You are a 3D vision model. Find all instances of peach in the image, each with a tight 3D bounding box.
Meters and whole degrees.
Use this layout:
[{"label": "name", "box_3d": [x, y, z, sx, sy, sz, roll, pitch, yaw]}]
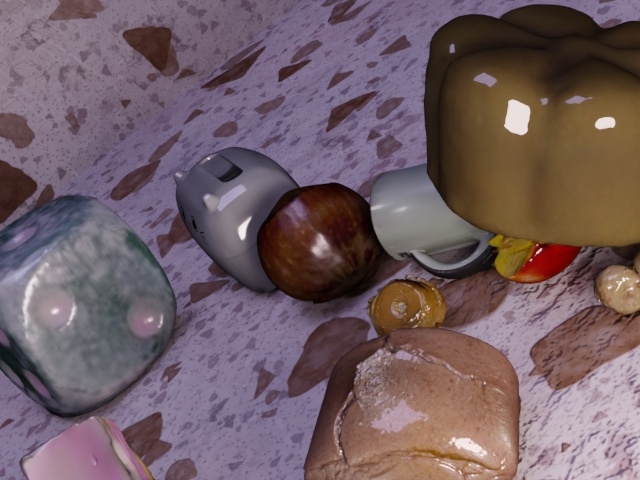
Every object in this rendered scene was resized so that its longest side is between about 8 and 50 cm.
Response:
[{"label": "peach", "box_3d": [0.341, 0.005, 1.895, 0.151, 0.118, 0.151, -49, 27, 36]}]

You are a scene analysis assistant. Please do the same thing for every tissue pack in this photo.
[{"label": "tissue pack", "box_3d": [-0.155, -0.061, 2.455, 0.229, 0.236, 0.333, -39, 27, -8]}]

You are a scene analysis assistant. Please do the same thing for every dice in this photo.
[{"label": "dice", "box_3d": [-0.514, 0.131, 2.454, 0.330, 0.348, 0.328, -41, 26, -26]}]

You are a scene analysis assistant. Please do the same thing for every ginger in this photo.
[{"label": "ginger", "box_3d": [0.483, 0.039, 1.706, 0.204, 0.080, 0.104, -29, 12, 7]}]

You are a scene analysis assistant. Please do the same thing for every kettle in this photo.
[{"label": "kettle", "box_3d": [0.225, -0.037, 2.081, 0.236, 0.161, 0.221, -12, 61, 33]}]

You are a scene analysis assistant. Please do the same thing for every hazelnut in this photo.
[{"label": "hazelnut", "box_3d": [0.000, 0.000, 2.206, 0.234, 0.218, 0.218, -40, 26, -10]}]

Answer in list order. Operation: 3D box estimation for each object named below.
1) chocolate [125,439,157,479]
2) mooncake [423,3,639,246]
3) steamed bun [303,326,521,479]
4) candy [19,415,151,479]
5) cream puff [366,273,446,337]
[{"label": "chocolate", "box_3d": [-0.479, 0.496, 2.034, 0.445, 0.162, 0.162, -29, 26, 20]}, {"label": "mooncake", "box_3d": [0.380, -0.188, 1.839, 0.467, 0.262, 0.467, 0, 26, 0]}, {"label": "steamed bun", "box_3d": [0.115, 0.240, 1.650, 0.301, 0.199, 0.251, -19, 23, 28]}, {"label": "candy", "box_3d": [-0.325, 0.407, 1.827, 0.155, 0.265, 0.116, -35, -15, -1]}, {"label": "cream puff", "box_3d": [0.141, 0.121, 1.944, 0.133, 0.104, 0.119, -25, 59, 36]}]
